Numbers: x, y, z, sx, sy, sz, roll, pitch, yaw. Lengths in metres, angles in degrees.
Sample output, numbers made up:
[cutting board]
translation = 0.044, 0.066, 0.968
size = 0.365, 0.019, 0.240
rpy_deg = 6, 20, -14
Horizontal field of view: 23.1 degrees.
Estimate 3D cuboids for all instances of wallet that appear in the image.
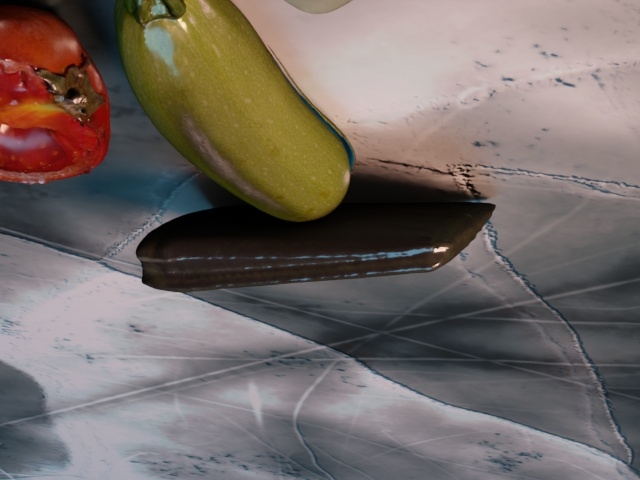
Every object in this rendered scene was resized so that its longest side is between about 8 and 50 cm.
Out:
[wallet]
translation = 0.000, 0.000, 1.175
size = 0.245, 0.052, 0.168
rpy_deg = -2, -168, 21

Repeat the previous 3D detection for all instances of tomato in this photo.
[tomato]
translation = -0.209, -0.110, 1.018
size = 0.139, 0.091, 0.159
rpy_deg = -11, 152, 25

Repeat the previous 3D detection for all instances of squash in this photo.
[squash]
translation = -0.068, -0.096, 1.017
size = 0.095, 0.094, 0.341
rpy_deg = -3, 157, 22

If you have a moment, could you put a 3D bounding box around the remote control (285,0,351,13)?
[remote control]
translation = 0.041, -0.180, 0.784
size = 0.090, 0.038, 0.309
rpy_deg = 34, 157, -17
